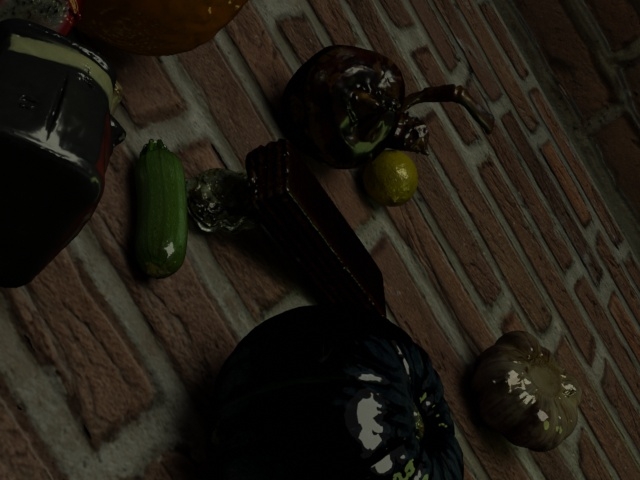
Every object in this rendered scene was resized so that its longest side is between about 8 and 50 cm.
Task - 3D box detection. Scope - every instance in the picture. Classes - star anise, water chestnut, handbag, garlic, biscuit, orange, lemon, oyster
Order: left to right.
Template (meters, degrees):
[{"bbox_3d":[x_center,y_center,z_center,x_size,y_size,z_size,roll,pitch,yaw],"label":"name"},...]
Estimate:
[{"bbox_3d":[-0.306,-0.086,1.018,0.181,0.254,0.181,23,46,-24],"label":"handbag"},{"bbox_3d":[-0.252,-0.418,1.358,0.340,0.293,0.341,-19,90,-75],"label":"orange"},{"bbox_3d":[-0.137,-0.061,1.481,0.177,0.064,0.125,-15,65,-51],"label":"oyster"},{"bbox_3d":[0.000,0.000,1.541,0.388,0.073,0.107,52,27,-45],"label":"biscuit"},{"bbox_3d":[0.050,-0.240,1.764,0.223,0.224,0.238,37,-5,-38],"label":"water chestnut"},{"bbox_3d":[0.134,-0.121,1.917,0.109,0.109,0.133,44,27,-30],"label":"lemon"},{"bbox_3d":[0.169,-0.245,1.963,0.237,0.346,0.148,-49,146,-77],"label":"star anise"},{"bbox_3d":[0.387,0.299,1.928,0.244,0.160,0.245,19,48,-23],"label":"garlic"}]

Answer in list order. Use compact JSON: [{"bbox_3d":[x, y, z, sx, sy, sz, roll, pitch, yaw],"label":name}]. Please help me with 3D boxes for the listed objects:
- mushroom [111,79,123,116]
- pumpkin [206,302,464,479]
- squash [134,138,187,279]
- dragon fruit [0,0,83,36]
[{"bbox_3d":[-0.294,-0.142,1.303,0.059,0.054,0.202,38,41,-40],"label":"mushroom"},{"bbox_3d":[0.025,0.259,1.249,0.363,0.266,0.363,45,29,-34],"label":"pumpkin"},{"bbox_3d":[-0.212,-0.042,1.325,0.077,0.068,0.219,25,45,-41],"label":"squash"},{"bbox_3d":[-0.381,-0.302,1.131,0.224,0.224,0.227,22,17,-50],"label":"dragon fruit"}]
